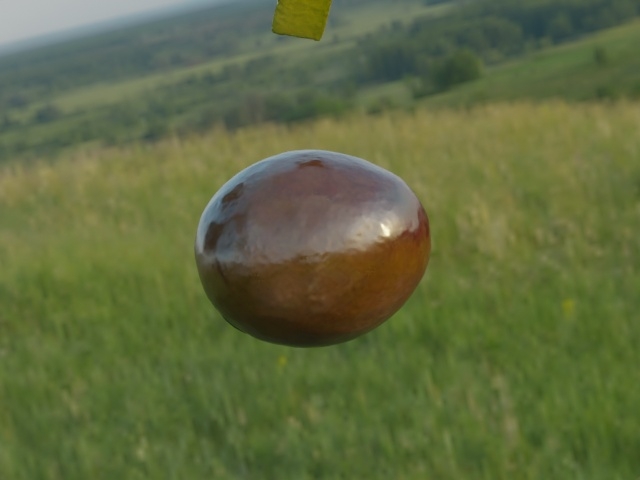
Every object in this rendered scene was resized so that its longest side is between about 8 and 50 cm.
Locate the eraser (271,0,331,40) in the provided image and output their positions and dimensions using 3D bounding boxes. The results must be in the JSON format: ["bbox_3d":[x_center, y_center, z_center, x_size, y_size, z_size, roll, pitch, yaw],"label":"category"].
[{"bbox_3d":[-0.008,-0.236,1.404,0.045,0.122,0.097,10,-37,-5],"label":"eraser"}]

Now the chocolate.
[{"bbox_3d":[0.000,0.000,1.306,0.177,0.176,0.177,-13,8,2],"label":"chocolate"}]
